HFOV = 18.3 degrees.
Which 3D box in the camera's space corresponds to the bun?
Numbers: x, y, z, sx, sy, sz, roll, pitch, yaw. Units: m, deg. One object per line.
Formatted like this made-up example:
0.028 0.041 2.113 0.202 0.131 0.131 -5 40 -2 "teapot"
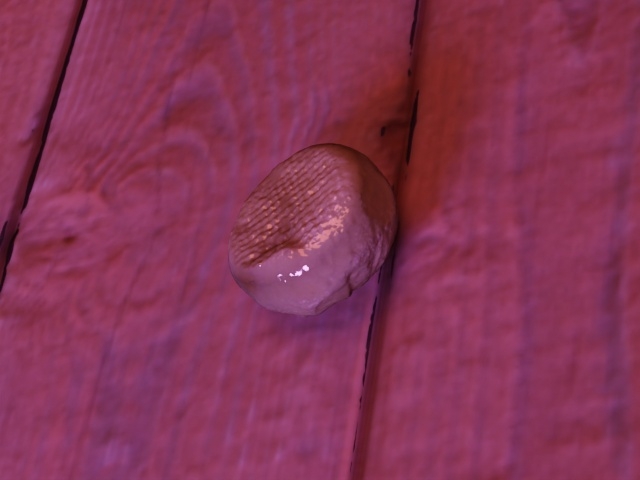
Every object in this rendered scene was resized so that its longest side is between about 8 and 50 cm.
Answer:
0.000 0.000 0.913 0.086 0.055 0.086 -29 35 23 "bun"
